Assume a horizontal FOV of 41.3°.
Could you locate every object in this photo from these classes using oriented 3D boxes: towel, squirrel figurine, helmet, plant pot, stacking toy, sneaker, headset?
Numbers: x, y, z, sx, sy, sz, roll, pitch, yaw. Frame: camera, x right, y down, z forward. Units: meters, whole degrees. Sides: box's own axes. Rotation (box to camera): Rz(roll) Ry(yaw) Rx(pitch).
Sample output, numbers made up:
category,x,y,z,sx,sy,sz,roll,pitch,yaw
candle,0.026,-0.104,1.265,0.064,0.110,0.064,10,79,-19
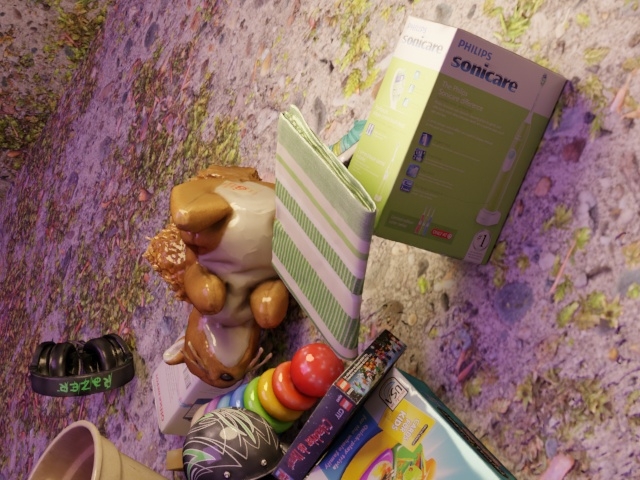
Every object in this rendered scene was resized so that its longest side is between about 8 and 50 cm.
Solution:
category,x,y,z,sx,sy,sz,roll,pitch,yaw
towel,0.000,0.000,1.212,0.248,0.038,0.324,53,152,37
squirrel figurine,-0.175,0.067,1.577,0.397,0.281,0.370,-133,47,-59
helmet,-0.140,0.347,1.359,0.169,0.170,0.161,-127,38,-50
plant pot,-0.376,0.549,1.592,0.334,0.305,0.333,-38,35,34
stacking toy,-0.085,0.277,1.465,0.330,0.141,0.141,-43,45,35
sneaker,0.064,-0.145,1.452,0.275,0.107,0.110,-19,43,47
headset,-0.596,0.335,2.135,0.394,0.244,0.185,-153,59,-71

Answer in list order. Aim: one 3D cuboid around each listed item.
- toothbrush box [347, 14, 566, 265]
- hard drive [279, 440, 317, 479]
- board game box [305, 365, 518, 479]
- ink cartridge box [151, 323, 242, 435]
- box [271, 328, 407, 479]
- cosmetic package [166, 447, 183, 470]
category,x,y,z,sx,sy,sz,roll,pitch,yaw
toothbrush box,0.174,-0.131,1.156,0.122,0.206,0.283,40,112,55
hard drive,-0.064,0.533,1.389,0.237,0.064,0.338,29,103,56
board game box,0.125,0.361,1.103,0.253,0.079,0.336,-54,36,5
ink cartridge box,-0.258,0.281,1.748,0.212,0.093,0.154,-51,39,30
box,0.027,0.251,1.252,0.044,0.159,0.233,39,128,12
cosmetic package,-0.262,0.444,1.722,0.115,0.060,0.041,-27,57,51
